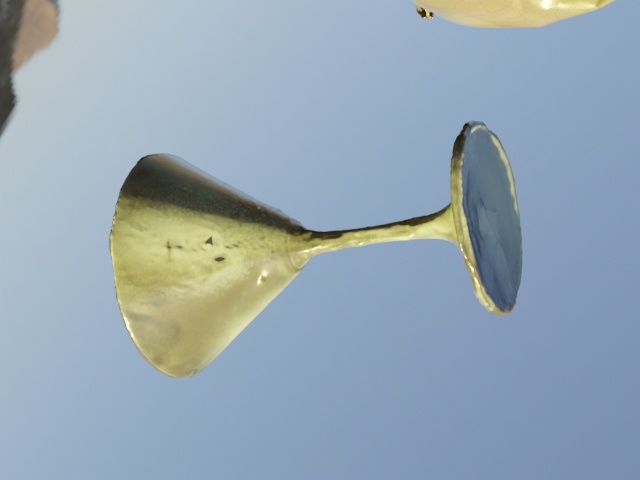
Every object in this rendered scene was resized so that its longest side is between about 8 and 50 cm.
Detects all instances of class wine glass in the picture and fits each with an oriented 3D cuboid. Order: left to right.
[{"bbox_3d":[0.000,0.000,1.436,0.406,0.267,0.267,-10,-136,26],"label":"wine glass"}]

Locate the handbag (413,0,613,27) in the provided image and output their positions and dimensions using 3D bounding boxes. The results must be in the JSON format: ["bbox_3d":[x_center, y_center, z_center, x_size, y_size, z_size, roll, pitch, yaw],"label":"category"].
[{"bbox_3d":[0.094,-0.176,0.729,0.270,0.182,0.117,-75,178,-78],"label":"handbag"}]
